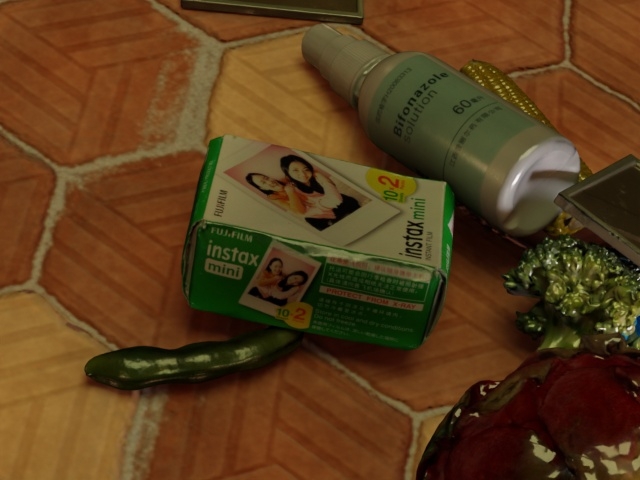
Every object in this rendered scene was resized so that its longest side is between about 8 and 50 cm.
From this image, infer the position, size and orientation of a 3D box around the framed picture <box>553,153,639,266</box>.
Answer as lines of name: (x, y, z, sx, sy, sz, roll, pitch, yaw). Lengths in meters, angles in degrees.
framed picture: (0.357, 0.011, 1.779, 0.250, 0.016, 0.184, 37, 30, 17)

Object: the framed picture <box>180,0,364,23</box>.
framed picture: (-0.054, -0.304, 2.088, 0.203, 0.015, 0.150, 4, 49, -8)

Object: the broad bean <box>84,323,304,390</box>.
broad bean: (-0.103, 0.103, 1.709, 0.227, 0.039, 0.069, -14, 38, -24)

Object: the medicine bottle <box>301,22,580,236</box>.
medicine bottle: (0.104, -0.129, 1.886, 0.110, 0.110, 0.352, -26, 44, -29)

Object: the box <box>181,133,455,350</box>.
box: (0.000, 0.000, 1.755, 0.250, 0.103, 0.180, 10, 34, -2)

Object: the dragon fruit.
dragon fruit: (0.218, 0.236, 1.475, 0.329, 0.329, 0.329, 5, 49, -6)

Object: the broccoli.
broccoli: (0.249, 0.079, 1.753, 0.154, 0.167, 0.160, 15, 70, 45)

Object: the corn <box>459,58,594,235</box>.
corn: (0.205, -0.096, 1.918, 0.080, 0.080, 0.231, -19, 53, -25)
